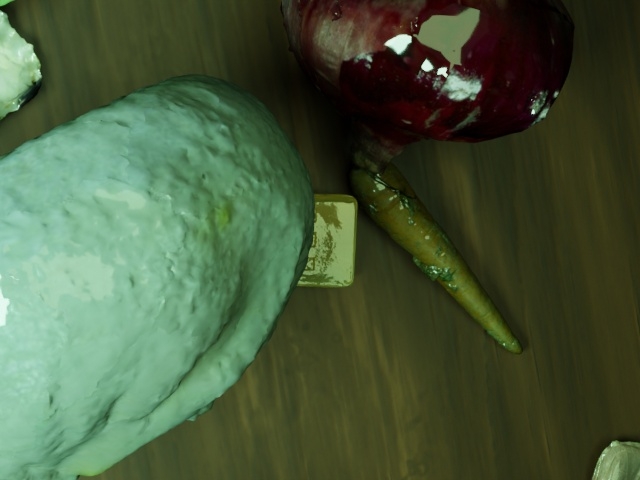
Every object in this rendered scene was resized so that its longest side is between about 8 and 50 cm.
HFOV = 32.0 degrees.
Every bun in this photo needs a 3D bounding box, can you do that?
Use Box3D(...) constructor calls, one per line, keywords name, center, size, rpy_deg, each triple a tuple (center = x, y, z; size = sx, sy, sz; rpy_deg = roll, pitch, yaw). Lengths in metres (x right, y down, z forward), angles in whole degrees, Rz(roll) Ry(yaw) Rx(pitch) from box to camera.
Box3D(name="bun", center=(-0.167, 0.042, 0.760), size=(0.362, 0.362, 0.211), rpy_deg=(-32, 98, -17))

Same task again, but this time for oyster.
Box3D(name="oyster", center=(-0.279, -0.118, 0.868), size=(0.122, 0.045, 0.146), rpy_deg=(4, 82, -17))

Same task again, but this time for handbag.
Box3D(name="handbag", center=(0.000, 0.000, 0.982), size=(0.061, 0.027, 0.083), rpy_deg=(3, 91, -20))

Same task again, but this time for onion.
Box3D(name="onion", center=(0.082, -0.153, 0.910), size=(0.252, 0.252, 0.219), rpy_deg=(12, 110, -20))

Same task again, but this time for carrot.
Box3D(name="carrot", center=(0.109, 0.018, 1.016), size=(0.049, 0.049, 0.254), rpy_deg=(-47, 109, -13))

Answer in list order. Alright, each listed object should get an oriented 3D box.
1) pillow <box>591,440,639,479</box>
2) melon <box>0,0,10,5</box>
Box3D(name="pillow", center=(0.359, 0.272, 1.115), size=(0.211, 0.034, 0.135), rpy_deg=(12, 90, -18))
Box3D(name="melon", center=(-0.370, -0.283, 0.752), size=(0.344, 0.226, 0.331), rpy_deg=(-21, 110, -5))
